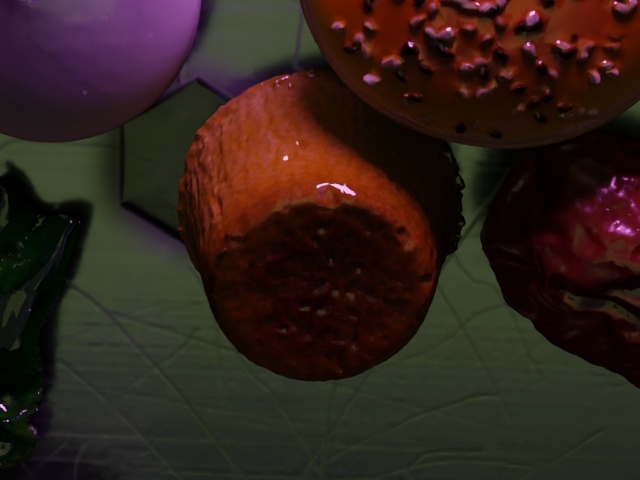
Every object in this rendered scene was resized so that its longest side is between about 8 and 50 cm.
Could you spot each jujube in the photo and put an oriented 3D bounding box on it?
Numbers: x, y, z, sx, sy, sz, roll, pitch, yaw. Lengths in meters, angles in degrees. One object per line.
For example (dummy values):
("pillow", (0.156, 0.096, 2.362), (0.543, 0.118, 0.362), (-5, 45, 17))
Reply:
("jujube", (0.238, 0.020, 1.242), (0.250, 0.174, 0.174), (30, 102, 5))

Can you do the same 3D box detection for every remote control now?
("remote control", (-0.218, -0.228, 1.240), (0.221, 0.103, 0.332), (-22, 100, 13))

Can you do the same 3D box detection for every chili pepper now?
("chili pepper", (-0.241, 0.062, 1.325), (0.098, 0.061, 0.224), (12, 104, 7))

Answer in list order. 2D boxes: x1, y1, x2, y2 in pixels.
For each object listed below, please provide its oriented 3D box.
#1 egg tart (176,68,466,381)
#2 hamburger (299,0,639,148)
("egg tart", (0.000, 0.000, 1.249), (0.215, 0.171, 0.215), (0, 118, 0))
("hamburger", (0.124, -0.207, 1.171), (0.300, 0.176, 0.300), (0, 87, 4))
